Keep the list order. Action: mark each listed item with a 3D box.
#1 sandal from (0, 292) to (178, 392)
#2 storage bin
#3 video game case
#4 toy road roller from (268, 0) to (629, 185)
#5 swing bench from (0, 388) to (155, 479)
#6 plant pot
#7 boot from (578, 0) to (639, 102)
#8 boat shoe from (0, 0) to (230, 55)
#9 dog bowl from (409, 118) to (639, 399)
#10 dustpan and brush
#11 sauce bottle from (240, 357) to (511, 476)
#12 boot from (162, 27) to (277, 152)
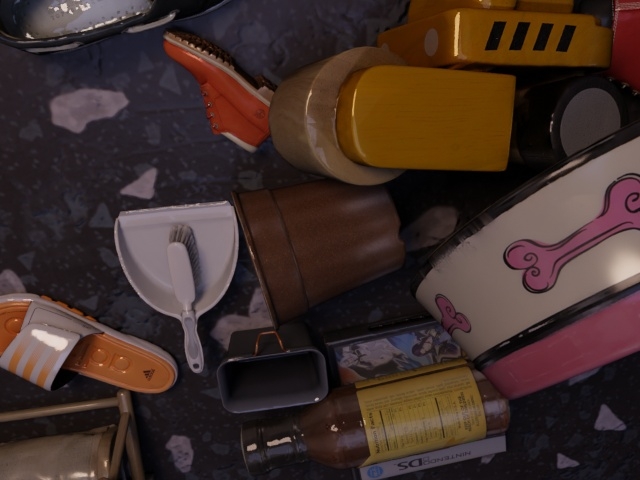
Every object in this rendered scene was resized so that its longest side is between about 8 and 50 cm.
[{"bbox_3d":[-0.311,0.148,0.724,0.265,0.076,0.102,21,110,-16],"label":"sandal"},{"bbox_3d":[-0.065,0.154,0.750,0.135,0.091,0.098,-8,115,-4],"label":"storage bin"},{"bbox_3d":[0.148,0.230,0.842,0.248,0.035,0.274,-12,115,-2],"label":"video game case"},{"bbox_3d":[0.122,-0.183,0.555,0.330,0.202,0.240,-4,102,-19],"label":"toy road roller"},{"bbox_3d":[-0.370,0.363,0.772,0.253,0.165,0.254,-6,120,-5],"label":"swing bench"},{"bbox_3d":[0.000,0.000,0.656,0.165,0.167,0.166,-17,116,-7],"label":"plant pot"},{"bbox_3d":[0.371,-0.184,0.665,0.176,0.088,0.244,-4,141,27],"label":"boot"},{"bbox_3d":[-0.173,-0.255,0.547,0.303,0.091,0.114,-26,111,4],"label":"boat shoe"},{"bbox_3d":[0.307,0.027,0.574,0.408,0.150,0.408,-21,160,-8],"label":"dog bowl"},{"bbox_3d":[-0.167,0.065,0.712,0.147,0.060,0.211,-6,115,-4],"label":"dustpan and brush"},{"bbox_3d":[0.069,0.239,0.760,0.345,0.111,0.111,-12,115,0],"label":"sauce bottle"},{"bbox_3d":[-0.113,-0.160,0.620,0.158,0.059,0.084,33,111,-21],"label":"boot"}]
